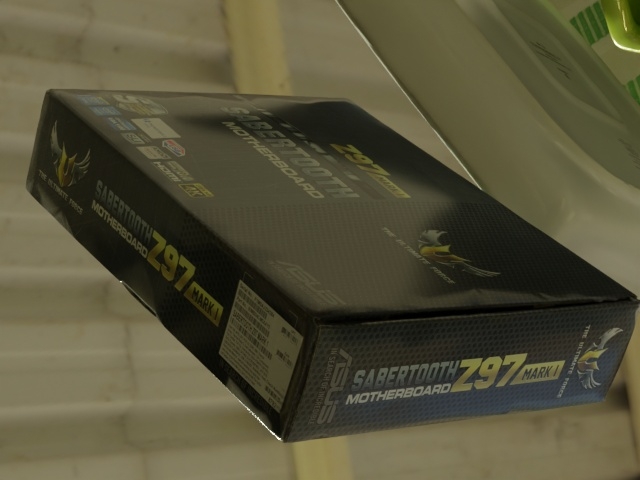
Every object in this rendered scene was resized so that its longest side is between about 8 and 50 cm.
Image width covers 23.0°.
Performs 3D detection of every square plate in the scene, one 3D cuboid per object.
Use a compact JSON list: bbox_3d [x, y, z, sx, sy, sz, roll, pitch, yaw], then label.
[{"bbox_3d":[0.131,-0.096,0.975,0.347,0.049,0.344,16,-146,-54],"label":"square plate"}]

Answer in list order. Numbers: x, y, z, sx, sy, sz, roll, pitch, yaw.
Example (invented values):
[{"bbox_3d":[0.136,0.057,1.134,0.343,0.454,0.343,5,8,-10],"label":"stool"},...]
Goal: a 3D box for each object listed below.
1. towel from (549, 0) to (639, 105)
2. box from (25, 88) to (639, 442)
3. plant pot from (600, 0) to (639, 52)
[{"bbox_3d":[0.273,-0.186,1.302,0.038,0.248,0.324,23,-141,-52],"label":"towel"},{"bbox_3d":[0.000,0.000,0.715,0.183,0.233,0.059,-1,-62,-38],"label":"box"},{"bbox_3d":[0.314,-0.267,1.048,0.207,0.227,0.228,-61,-33,-33],"label":"plant pot"}]
